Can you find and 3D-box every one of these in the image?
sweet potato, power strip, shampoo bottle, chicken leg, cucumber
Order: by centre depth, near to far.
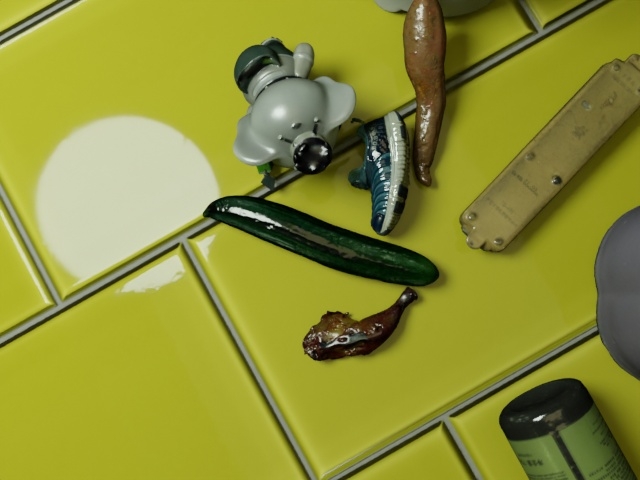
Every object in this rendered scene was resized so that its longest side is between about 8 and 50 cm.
[{"bbox_3d":[0.298,0.292,0.666,0.101,0.101,0.284,-28,85,-1],"label":"shampoo bottle"},{"bbox_3d":[0.121,-0.171,0.726,0.050,0.050,0.214,-4,108,2],"label":"sweet potato"},{"bbox_3d":[0.000,0.000,0.727,0.284,0.056,0.056,18,86,3],"label":"cucumber"},{"bbox_3d":[0.048,0.101,0.729,0.145,0.037,0.062,-16,71,2],"label":"chicken leg"},{"bbox_3d":[0.274,-0.101,0.732,0.064,0.044,0.305,44,89,5],"label":"power strip"}]

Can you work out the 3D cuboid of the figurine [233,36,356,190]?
[{"bbox_3d":[-0.034,-0.144,0.701,0.147,0.126,0.192,-30,52,10],"label":"figurine"}]

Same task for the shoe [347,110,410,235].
[{"bbox_3d":[0.067,-0.076,0.728,0.071,0.064,0.143,0,91,18],"label":"shoe"}]

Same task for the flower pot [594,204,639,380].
[{"bbox_3d":[0.436,0.056,0.615,0.264,0.243,0.265,0,87,4],"label":"flower pot"}]

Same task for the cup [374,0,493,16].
[{"bbox_3d":[0.144,-0.414,0.661,0.219,0.257,0.290,-2,85,-3],"label":"cup"}]
